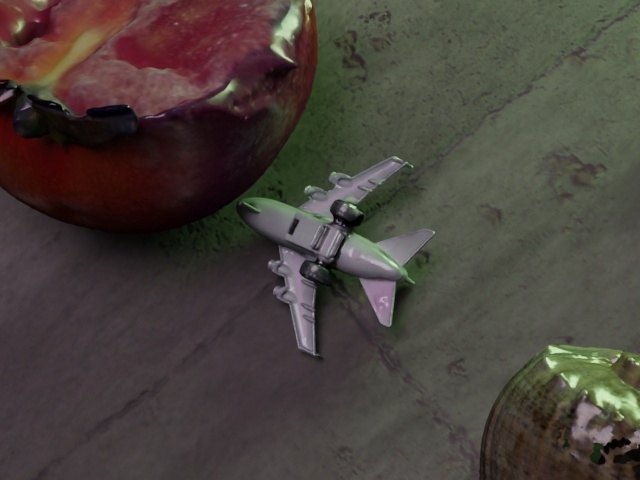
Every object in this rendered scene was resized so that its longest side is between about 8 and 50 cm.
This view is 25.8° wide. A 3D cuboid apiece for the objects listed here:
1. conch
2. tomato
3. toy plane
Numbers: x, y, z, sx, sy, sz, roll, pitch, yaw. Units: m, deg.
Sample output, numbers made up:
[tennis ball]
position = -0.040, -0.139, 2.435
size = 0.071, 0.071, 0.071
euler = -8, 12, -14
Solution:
[conch]
position = 0.170, 0.138, 0.901
size = 0.207, 0.130, 0.155
euler = -54, 19, 15
[tomato]
position = -0.135, -0.124, 1.114
size = 0.335, 0.176, 0.289
euler = 12, 46, 30
[toy plane]
position = 0.000, 0.000, 1.053
size = 0.171, 0.065, 0.162
euler = 24, 85, 26
